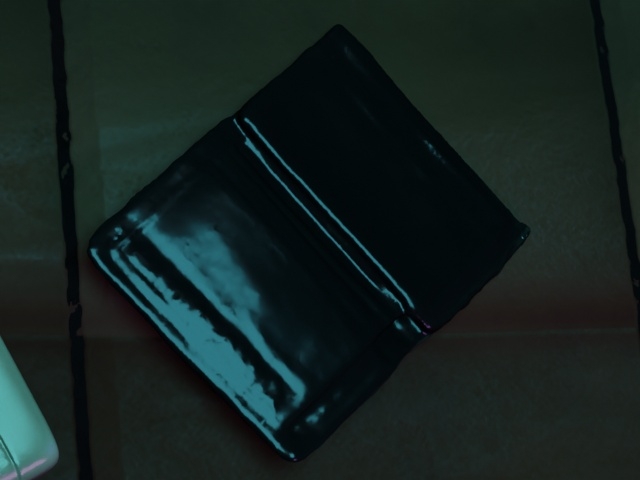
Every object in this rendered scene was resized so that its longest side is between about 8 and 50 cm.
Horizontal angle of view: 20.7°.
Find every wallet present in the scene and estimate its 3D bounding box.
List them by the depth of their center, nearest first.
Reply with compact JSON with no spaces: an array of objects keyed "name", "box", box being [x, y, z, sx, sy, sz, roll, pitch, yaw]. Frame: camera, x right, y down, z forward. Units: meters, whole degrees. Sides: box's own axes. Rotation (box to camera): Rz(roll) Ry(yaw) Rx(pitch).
[{"name":"wallet","box":[0.000,0.000,1.394,0.247,0.041,0.323,48,60,-3]}]

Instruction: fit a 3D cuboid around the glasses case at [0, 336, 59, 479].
[{"name":"glasses case","box":[-0.292,0.040,1.210,0.070,0.131,0.313,-28,86,-27]}]
